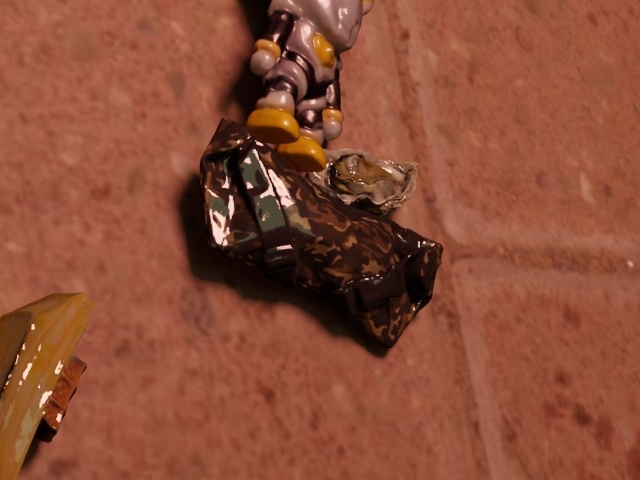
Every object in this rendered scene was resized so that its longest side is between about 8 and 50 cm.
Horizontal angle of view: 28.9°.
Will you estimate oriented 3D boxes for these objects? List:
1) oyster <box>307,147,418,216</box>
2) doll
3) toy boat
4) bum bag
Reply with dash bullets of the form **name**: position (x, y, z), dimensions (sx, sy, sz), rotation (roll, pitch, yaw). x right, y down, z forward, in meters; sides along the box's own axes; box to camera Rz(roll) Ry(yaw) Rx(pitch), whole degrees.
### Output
- **oyster**: position (0.035, -0.051, 1.090), dimensions (0.100, 0.037, 0.098), rotation (17, 37, -6)
- **doll**: position (-0.011, -0.214, 1.088), dimensions (0.146, 0.103, 0.316), rotation (25, 60, -30)
- **toy boat**: position (-0.196, 0.106, 0.816), dimensions (0.066, 0.065, 0.172), rotation (45, 49, -35)
- **bum bag**: position (-0.001, 0.001, 1.006), dimensions (0.248, 0.069, 0.102), rotation (30, 82, -24)
